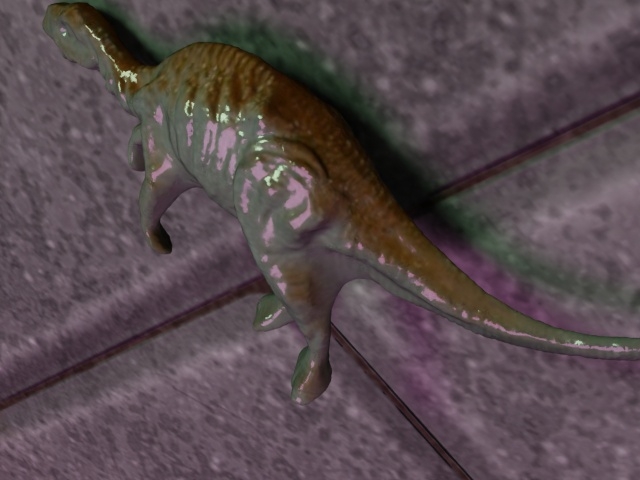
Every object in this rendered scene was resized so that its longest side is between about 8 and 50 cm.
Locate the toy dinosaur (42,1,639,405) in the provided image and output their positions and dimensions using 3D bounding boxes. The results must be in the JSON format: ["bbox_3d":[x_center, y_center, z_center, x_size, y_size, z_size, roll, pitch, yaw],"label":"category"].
[{"bbox_3d":[0.000,0.000,0.600,0.392,0.092,0.206,23,133,29],"label":"toy dinosaur"}]
